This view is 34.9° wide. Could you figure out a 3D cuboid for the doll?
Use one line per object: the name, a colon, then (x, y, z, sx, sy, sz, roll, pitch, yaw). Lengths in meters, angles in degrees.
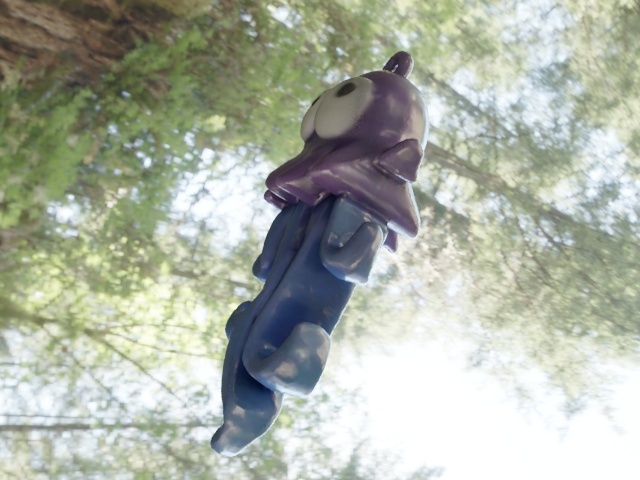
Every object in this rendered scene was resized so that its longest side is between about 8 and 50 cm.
doll: (0.000, 0.000, 0.457, 0.110, 0.067, 0.205, -10, -127, 60)
